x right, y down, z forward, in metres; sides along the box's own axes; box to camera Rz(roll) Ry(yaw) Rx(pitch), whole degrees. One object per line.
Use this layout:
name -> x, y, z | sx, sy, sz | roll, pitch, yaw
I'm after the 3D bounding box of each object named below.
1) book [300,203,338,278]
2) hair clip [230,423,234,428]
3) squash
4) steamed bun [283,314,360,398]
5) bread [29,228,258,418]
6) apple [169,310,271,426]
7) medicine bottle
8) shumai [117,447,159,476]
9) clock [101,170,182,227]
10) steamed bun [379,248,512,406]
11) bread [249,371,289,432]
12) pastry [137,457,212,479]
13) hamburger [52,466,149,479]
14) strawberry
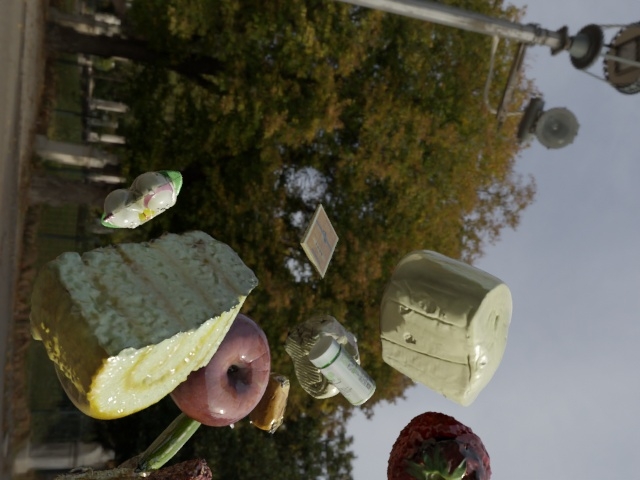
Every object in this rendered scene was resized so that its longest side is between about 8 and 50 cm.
book -> 0.001, 0.000, 2.268 | 0.170, 0.018, 0.242 | 62, 30, -29
hair clip -> -0.335, 0.540, 2.058 | 0.146, 0.056, 0.187 | 51, -32, 29
squash -> -0.417, 0.562, 1.794 | 0.080, 0.318, 0.071 | -14, -72, 41
steamed bun -> 0.031, 0.396, 2.212 | 0.268, 0.207, 0.280 | -37, -100, 49
bread -> -0.328, 0.160, 1.188 | 0.239, 0.395, 0.264 | 42, -58, 21
apple -> -0.275, 0.324, 1.638 | 0.235, 0.305, 0.306 | -1, -95, 47
medicine bottle -> 0.057, 0.340, 1.636 | 0.086, 0.183, 0.086 | -37, -164, 13
shumai -> -0.654, 0.840, 2.250 | 0.206, 0.166, 0.176 | 37, -42, 34
clock -> -0.426, -0.097, 1.492 | 0.103, 0.230, 0.144 | 57, 6, -10
steamed bun -> 0.400, 0.251, 1.939 | 0.371, 0.290, 0.456 | 24, -49, 29
bread -> -0.225, 0.706, 2.757 | 0.136, 0.107, 0.241 | 15, -84, 27
pastry -> -0.361, 0.606, 1.551 | 0.097, 0.208, 0.115 | 62, 18, -11
hamburger -> -0.548, 0.780, 1.709 | 0.445, 0.268, 0.287 | 54, 45, -70
strawberry -> 0.330, 0.622, 1.736 | 0.310, 0.291, 0.292 | 1, 94, -69
